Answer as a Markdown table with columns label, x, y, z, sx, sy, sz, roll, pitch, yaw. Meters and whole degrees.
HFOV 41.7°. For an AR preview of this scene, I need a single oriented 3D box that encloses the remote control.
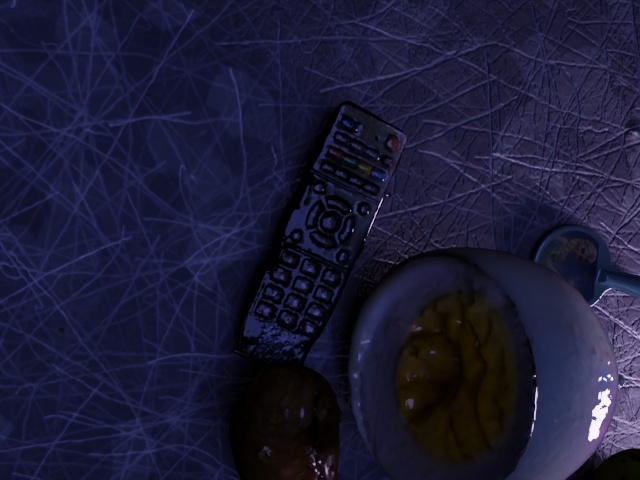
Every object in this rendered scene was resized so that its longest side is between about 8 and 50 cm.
| label | x | y | z | sx | sy | sz | roll | pitch | yaw |
| --- | --- | --- | --- | --- | --- | --- | --- | --- | --- |
| remote control | 0.000 | 0.000 | 1.234 | 0.145 | 0.062 | 0.398 | 26 | 87 | -21 |

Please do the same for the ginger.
| label | x | y | z | sx | sy | sz | roll | pitch | yaw |
| --- | --- | --- | --- | --- | --- | --- | --- | --- | --- |
| ginger | -0.041 | 0.302 | 1.204 | 0.165 | 0.172 | 0.321 | -37 | 128 | -33 |

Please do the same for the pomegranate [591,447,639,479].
| label | x | y | z | sx | sy | sz | roll | pitch | yaw |
| --- | --- | --- | --- | --- | --- | --- | --- | --- | --- |
| pomegranate | 0.556 | 0.456 | 1.408 | 0.179 | 0.210 | 0.179 | -18 | 124 | -30 |

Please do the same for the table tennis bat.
| label | x | y | z | sx | sy | sz | roll | pitch | yaw |
| --- | --- | --- | --- | --- | --- | --- | --- | --- | --- |
| table tennis bat | 0.459 | 0.057 | 1.421 | 0.237 | 0.038 | 0.149 | 15 | 90 | -18 |

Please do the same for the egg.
| label | x | y | z | sx | sy | sz | roll | pitch | yaw |
| --- | --- | --- | --- | --- | --- | --- | --- | --- | --- |
| egg | 0.268 | 0.194 | 1.217 | 0.340 | 0.355 | 0.354 | 7 | 93 | -40 |
